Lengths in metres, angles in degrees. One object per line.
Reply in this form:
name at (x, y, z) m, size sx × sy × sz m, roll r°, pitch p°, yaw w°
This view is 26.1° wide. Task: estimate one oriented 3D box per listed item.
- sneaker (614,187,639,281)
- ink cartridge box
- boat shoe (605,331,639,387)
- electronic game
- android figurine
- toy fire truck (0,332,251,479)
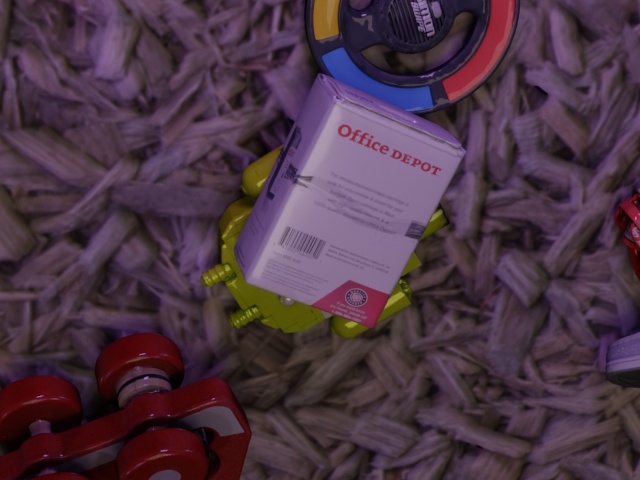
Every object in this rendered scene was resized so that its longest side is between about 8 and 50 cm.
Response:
sneaker at (0.410, -0.068, 1.551) m, size 0.144 × 0.090 × 0.270 m, roll -12°, pitch 119°, yaw -8°
ink cartridge box at (0.027, -0.042, 1.433) m, size 0.158 × 0.092 × 0.218 m, roll 21°, pitch 107°, yaw -21°
boat shoe at (0.485, 0.093, 1.643) m, size 0.320 × 0.103 × 0.118 m, roll -19°, pitch 156°, yaw 2°
electronic game at (0.097, -0.238, 1.435) m, size 0.229 × 0.048 × 0.229 m, roll -4°, pitch 115°, yaw -9°
android figurine at (0.000, 0.000, 1.527) m, size 0.272 × 0.056 × 0.248 m, roll -29°, pitch 117°, yaw 2°
toy fire truck at (-0.221, 0.261, 1.566) m, size 0.302 × 0.169 × 0.254 m, roll -21°, pitch 141°, yaw 0°
